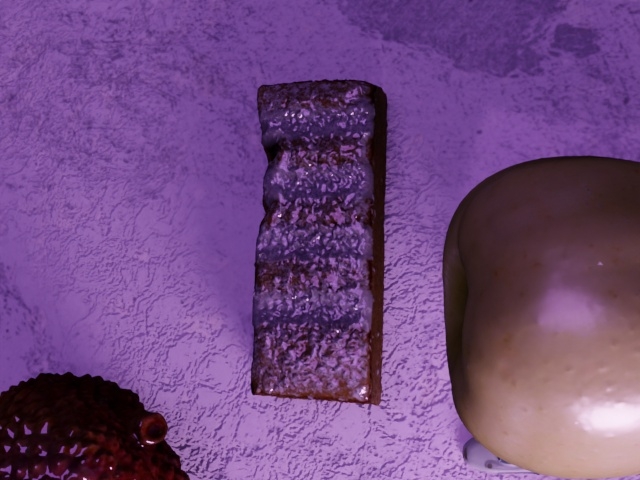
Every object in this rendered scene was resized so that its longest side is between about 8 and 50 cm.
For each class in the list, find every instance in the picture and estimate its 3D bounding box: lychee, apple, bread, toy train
[{"bbox_3d":[-0.310,0.308,1.264,0.330,0.306,0.306,-42,68,10],"label":"lychee"},{"bbox_3d":[0.292,0.075,1.091,0.357,0.357,0.357,-4,77,18],"label":"apple"},{"bbox_3d":[0.000,0.000,1.325,0.165,0.113,0.416,-3,78,20],"label":"bread"},{"bbox_3d":[0.278,0.245,1.206,0.234,0.051,0.052,-4,73,18],"label":"toy train"}]
